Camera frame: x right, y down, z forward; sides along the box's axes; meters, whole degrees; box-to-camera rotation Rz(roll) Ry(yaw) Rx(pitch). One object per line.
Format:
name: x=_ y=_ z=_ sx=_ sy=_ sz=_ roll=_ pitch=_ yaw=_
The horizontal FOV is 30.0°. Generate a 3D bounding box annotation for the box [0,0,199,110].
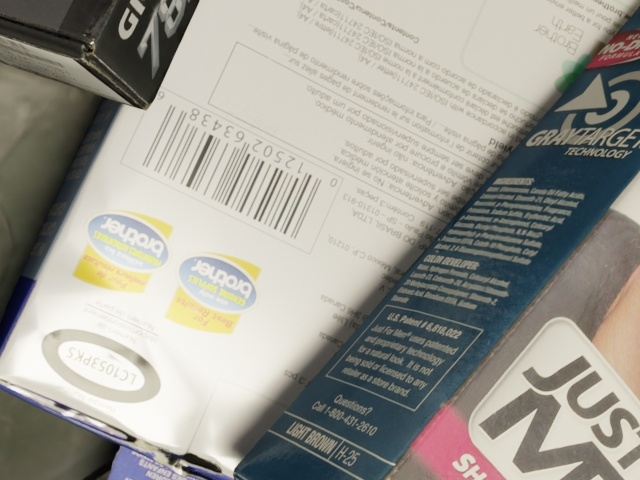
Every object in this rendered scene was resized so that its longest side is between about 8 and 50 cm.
box: x=-0.155 y=-0.241 z=0.579 sx=0.293 sy=0.073 sz=0.295 roll=21 pitch=82 yaw=20

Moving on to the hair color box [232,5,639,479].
hair color box: x=0.146 y=0.041 z=0.545 sx=0.347 sy=0.105 sz=0.174 roll=-48 pitch=112 yaw=-16

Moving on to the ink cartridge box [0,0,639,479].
ink cartridge box: x=0.000 y=0.000 z=0.637 sx=0.270 sy=0.151 sz=0.395 roll=26 pitch=81 yaw=-12
